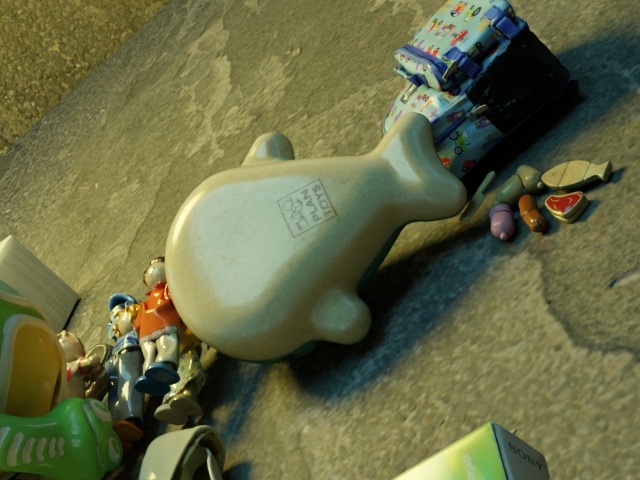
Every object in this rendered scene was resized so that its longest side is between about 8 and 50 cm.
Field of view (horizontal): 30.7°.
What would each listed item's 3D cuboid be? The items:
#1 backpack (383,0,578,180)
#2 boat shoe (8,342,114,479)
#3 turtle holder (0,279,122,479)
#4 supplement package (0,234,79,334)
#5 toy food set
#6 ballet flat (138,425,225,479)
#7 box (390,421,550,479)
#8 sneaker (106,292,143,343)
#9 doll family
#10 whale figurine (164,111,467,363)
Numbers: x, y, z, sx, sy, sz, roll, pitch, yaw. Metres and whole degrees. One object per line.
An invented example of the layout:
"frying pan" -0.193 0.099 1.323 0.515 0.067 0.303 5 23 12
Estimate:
"backpack" 0.124 -0.133 1.072 0.173 0.117 0.158 -44 21 9
"boat shoe" -0.286 0.191 1.258 0.080 0.073 0.223 -18 35 45
"turtle holder" -0.336 0.119 1.057 0.320 0.227 0.243 -17 74 33
"supplement package" -0.446 0.137 1.546 0.139 0.134 0.244 -32 26 29
"toy food set" 0.173 -0.030 0.938 0.122 0.019 0.078 3 52 51
"ballet flat" -0.115 0.232 0.904 0.086 0.086 0.248 -35 23 21
"box" 0.000 0.267 0.603 0.322 0.058 0.232 -34 38 20
"sneaker" -0.211 0.105 1.299 0.053 0.059 0.144 -42 26 3
"doll family" -0.179 0.120 1.173 0.263 0.118 0.163 -34 42 34
"whale figurine" 0.000 0.000 1.028 0.272 0.141 0.216 -31 64 9
